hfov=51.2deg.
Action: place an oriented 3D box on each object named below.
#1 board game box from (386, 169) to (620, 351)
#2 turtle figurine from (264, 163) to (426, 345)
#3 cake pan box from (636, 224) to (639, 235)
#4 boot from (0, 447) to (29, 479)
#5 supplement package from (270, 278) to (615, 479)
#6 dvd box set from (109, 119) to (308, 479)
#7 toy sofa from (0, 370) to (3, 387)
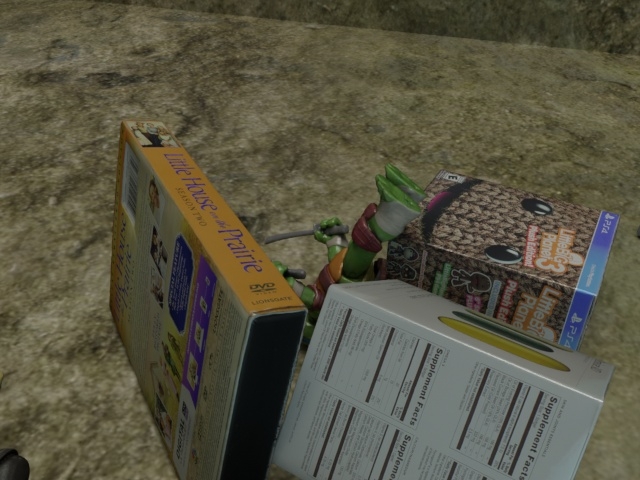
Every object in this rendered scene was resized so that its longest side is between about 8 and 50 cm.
[{"bbox_3d":[0.274,0.032,1.020,0.291,0.141,0.232,17,37,21],"label":"board game box"},{"bbox_3d":[0.000,0.000,0.908,0.198,0.266,0.274,11,36,-52],"label":"turtle figurine"},{"bbox_3d":[0.735,0.015,1.146,0.246,0.070,0.266,-11,37,-15],"label":"cake pan box"},{"bbox_3d":[-0.222,0.313,0.640,0.229,0.091,0.262,0,38,-14],"label":"boot"},{"bbox_3d":[0.131,0.177,0.687,0.263,0.197,0.199,22,8,25],"label":"supplement package"},{"bbox_3d":[-0.160,0.081,0.775,0.062,0.307,0.420,-5,33,-30],"label":"dvd box set"},{"bbox_3d":[-0.422,0.286,0.612,0.150,0.177,0.362,15,30,-18],"label":"toy sofa"}]
